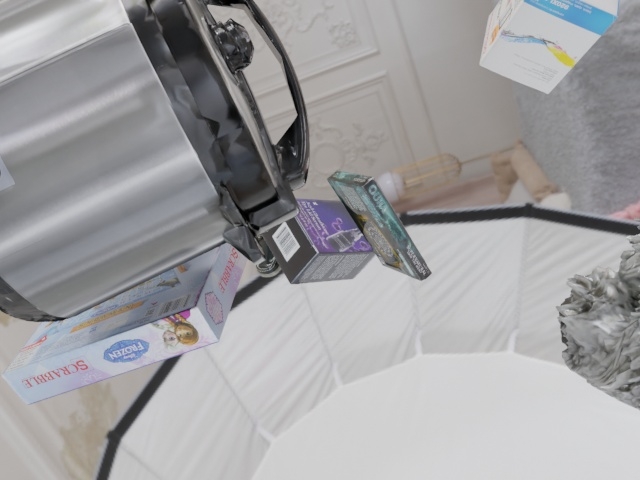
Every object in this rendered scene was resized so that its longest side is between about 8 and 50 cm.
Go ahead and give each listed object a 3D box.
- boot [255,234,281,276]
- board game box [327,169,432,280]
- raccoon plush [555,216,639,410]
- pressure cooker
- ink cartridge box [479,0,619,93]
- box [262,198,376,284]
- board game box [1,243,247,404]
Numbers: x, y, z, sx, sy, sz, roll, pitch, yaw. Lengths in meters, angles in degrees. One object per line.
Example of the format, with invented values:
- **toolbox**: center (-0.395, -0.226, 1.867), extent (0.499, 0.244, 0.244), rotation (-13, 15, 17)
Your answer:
- **boot**: center (-0.135, -0.055, 1.435), extent (0.178, 0.085, 0.236), rotation (52, -140, -52)
- **board game box**: center (0.091, -0.024, 1.001), extent (0.186, 0.026, 0.126), rotation (56, 166, -23)
- **raccoon plush**: center (0.305, -0.016, 0.289), extent (0.446, 0.216, 0.299), rotation (-141, 72, -83)
- **pressure cooker**: center (-0.228, -0.134, 0.777), extent (0.375, 0.420, 0.370), rotation (61, 177, 48)
- **ink cartridge box**: center (0.452, -0.448, 1.278), extent (0.232, 0.168, 0.171), rotation (120, 170, -60)
- **box**: center (0.000, 0.000, 1.379), extent (0.207, 0.108, 0.153), rotation (-3, -128, -48)
- **board game box**: center (-0.271, 0.081, 0.984), extent (0.318, 0.319, 0.066), rotation (-80, -33, -60)
